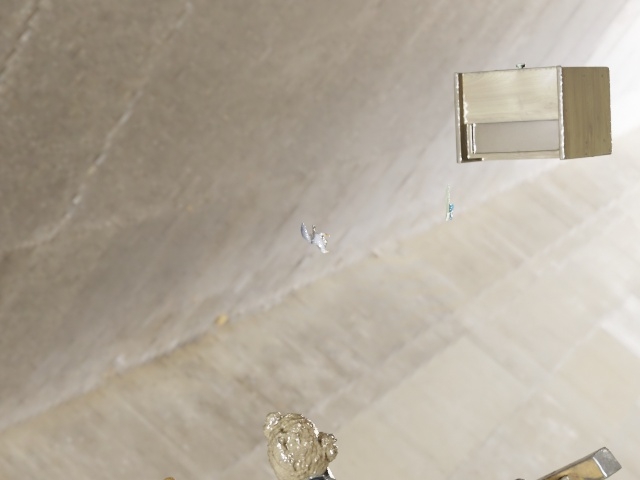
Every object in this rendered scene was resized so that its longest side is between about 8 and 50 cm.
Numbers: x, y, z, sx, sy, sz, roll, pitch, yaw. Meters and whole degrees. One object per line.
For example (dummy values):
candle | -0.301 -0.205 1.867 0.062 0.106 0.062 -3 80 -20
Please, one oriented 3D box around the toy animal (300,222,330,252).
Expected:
toy animal | 0.000 -0.001 2.180 0.028 0.050 0.084 -55 145 2

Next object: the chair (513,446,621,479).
chair | 0.190 0.389 1.442 0.241 0.203 0.416 -33 170 -18

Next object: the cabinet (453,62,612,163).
cabinet | 0.327 -0.197 2.111 0.215 0.175 0.148 -12 100 -58

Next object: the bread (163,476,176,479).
bread | -0.269 0.462 2.082 0.225 0.081 0.134 -48 158 -28

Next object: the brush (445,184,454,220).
brush | 0.213 -0.062 2.281 0.083 0.013 0.016 -86 -175 -52

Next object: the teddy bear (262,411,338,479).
teddy bear | 0.004 0.338 1.846 0.129 0.251 0.182 -47 -157 -15
